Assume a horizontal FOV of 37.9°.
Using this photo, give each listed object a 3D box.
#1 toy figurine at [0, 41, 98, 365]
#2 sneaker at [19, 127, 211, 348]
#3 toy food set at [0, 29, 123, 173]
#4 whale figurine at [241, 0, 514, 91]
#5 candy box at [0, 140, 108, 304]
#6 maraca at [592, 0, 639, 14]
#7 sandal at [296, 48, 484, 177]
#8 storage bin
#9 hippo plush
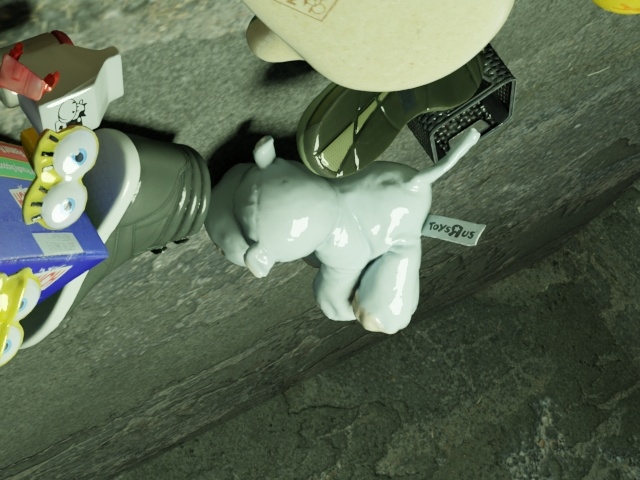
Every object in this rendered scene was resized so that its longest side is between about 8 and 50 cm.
[{"bbox_3d":[-0.255,0.071,0.437,0.362,0.191,0.217,-62,-164,14],"label":"toy figurine"},{"bbox_3d":[-0.213,0.008,0.931,0.147,0.104,0.296,-4,143,-51],"label":"sneaker"},{"bbox_3d":[-0.151,-0.142,0.579,0.104,0.111,0.232,-27,155,-23],"label":"toy food set"},{"bbox_3d":[0.004,-0.214,0.636,0.272,0.141,0.216,15,145,-22],"label":"whale figurine"},{"bbox_3d":[-0.347,0.052,0.689,0.317,0.122,0.268,-32,178,2],"label":"candy box"},{"bbox_3d":[0.370,-0.322,1.113,0.127,0.099,0.186,-25,-170,1],"label":"maraca"},{"bbox_3d":[0.072,-0.174,0.975,0.303,0.086,0.120,-36,126,-32],"label":"sandal"},{"bbox_3d":[0.168,-0.174,1.159,0.122,0.084,0.180,-34,166,3],"label":"storage bin"},{"bbox_3d":[0.000,0.000,1.062,0.236,0.234,0.294,-5,-177,-37],"label":"hippo plush"}]
